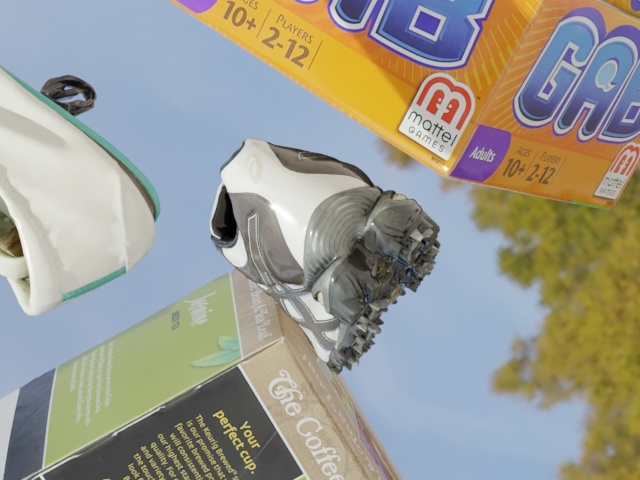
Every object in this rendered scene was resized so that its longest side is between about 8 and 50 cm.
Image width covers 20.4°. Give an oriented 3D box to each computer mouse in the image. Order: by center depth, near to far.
[{"bbox_3d":[-0.302,-0.130,1.694,0.071,0.041,0.242,42,-153,26],"label":"computer mouse"}]

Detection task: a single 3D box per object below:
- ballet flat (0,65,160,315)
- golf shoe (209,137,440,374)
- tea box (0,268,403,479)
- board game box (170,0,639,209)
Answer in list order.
[{"bbox_3d":[-0.288,-0.098,1.187,0.400,0.139,0.139,40,-158,9],"label":"ballet flat"},{"bbox_3d":[0.000,0.000,0.791,0.094,0.077,0.198,35,167,9],"label":"golf shoe"},{"bbox_3d":[-0.093,0.246,1.417,0.329,0.324,0.220,61,-176,-17],"label":"tea box"},{"bbox_3d":[0.141,-0.277,1.583,0.356,0.356,0.356,34,-166,28],"label":"board game box"}]
